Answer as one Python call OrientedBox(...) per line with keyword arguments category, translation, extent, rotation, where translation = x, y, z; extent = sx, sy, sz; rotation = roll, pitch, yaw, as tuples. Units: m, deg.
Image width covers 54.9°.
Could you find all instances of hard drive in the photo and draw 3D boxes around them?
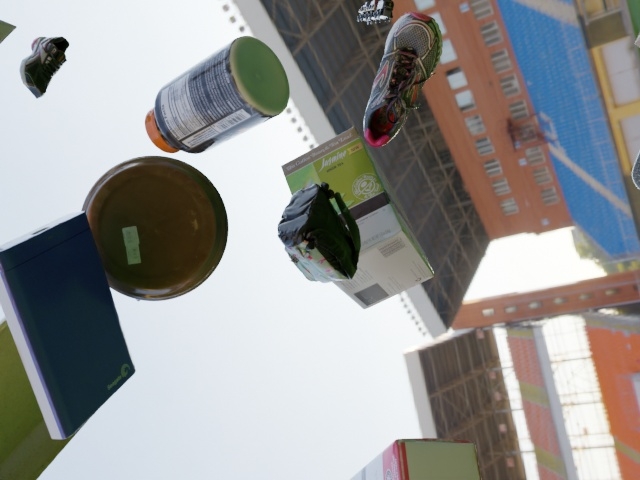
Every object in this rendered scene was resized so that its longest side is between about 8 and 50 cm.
OrientedBox(category="hard drive", translation=(-0.420, 0.133, 1.031), extent=(0.210, 0.040, 0.318), rotation=(-52, -47, -65))

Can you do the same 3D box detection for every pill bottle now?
OrientedBox(category="pill bottle", translation=(-0.179, -0.220, 0.997), extent=(0.130, 0.246, 0.130), rotation=(23, -121, -45))

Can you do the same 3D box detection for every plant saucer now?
OrientedBox(category="plant saucer", translation=(-0.580, 0.294, 1.150), extent=(0.332, 0.081, 0.332), rotation=(-54, -35, -45))
OrientedBox(category="plant saucer", translation=(-0.312, -0.024, 1.154), extent=(0.041, 0.278, 0.277), rotation=(174, 81, -83))

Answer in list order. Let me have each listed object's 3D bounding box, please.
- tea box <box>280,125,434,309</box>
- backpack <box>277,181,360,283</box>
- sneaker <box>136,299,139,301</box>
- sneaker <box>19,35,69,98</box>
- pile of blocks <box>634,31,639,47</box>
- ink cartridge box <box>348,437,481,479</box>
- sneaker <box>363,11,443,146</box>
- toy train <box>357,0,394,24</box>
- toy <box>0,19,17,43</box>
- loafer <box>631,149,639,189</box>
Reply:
OrientedBox(category="tea box", translation=(0.097, -0.046, 1.562), extent=(0.329, 0.220, 0.323), rotation=(45, -160, -59))
OrientedBox(category="backpack", translation=(0.000, 0.000, 1.178), extent=(0.182, 0.115, 0.151), rotation=(52, -133, -36))
OrientedBox(category="sneaker", translation=(-0.407, 0.065, 1.376), extent=(0.073, 0.063, 0.162), rotation=(44, -170, -24))
OrientedBox(category="sneaker", translation=(-0.610, -0.399, 1.376), extent=(0.072, 0.077, 0.178), rotation=(58, -155, -58))
OrientedBox(category="pile of blocks", translation=(0.583, -0.260, 0.725), extent=(0.112, 0.362, 0.149), rotation=(-63, -29, -11))
OrientedBox(category="ink cartridge box", translation=(0.095, 0.317, 0.655), extent=(0.218, 0.092, 0.158), rotation=(114, 157, -55))
OrientedBox(category="sneaker", translation=(0.173, -0.332, 1.309), extent=(0.112, 0.121, 0.299), rotation=(-65, -7, -52))
OrientedBox(category="toy train", translation=(0.091, -0.381, 1.023), extent=(0.158, 0.027, 0.036), rotation=(-123, 46, -70))
OrientedBox(category="toy", translation=(-0.726, -0.381, 1.223), extent=(0.137, 0.056, 0.237), rotation=(22, -138, -14))
OrientedBox(category="loafer", translation=(0.579, -0.190, 0.966), extent=(0.088, 0.251, 0.094), rotation=(-7, -141, -30))
